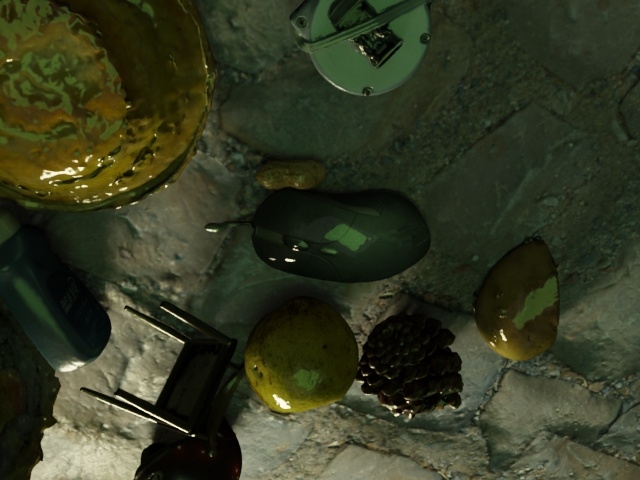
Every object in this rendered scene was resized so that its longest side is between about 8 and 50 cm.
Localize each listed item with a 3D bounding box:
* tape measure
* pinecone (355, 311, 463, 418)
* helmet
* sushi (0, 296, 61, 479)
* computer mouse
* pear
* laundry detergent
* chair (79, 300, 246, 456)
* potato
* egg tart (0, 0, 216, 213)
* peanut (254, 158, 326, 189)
[{"bbox_3d":[0.063,-0.293,0.883,0.181,0.107,0.182,36,108,-17],"label":"tape measure"},{"bbox_3d":[0.163,0.231,1.164,0.184,0.179,0.205,-9,133,17],"label":"pinecone"},{"bbox_3d":[-0.249,0.427,1.229,0.189,0.193,0.216,-46,157,19],"label":"helmet"},{"bbox_3d":[-0.578,0.245,0.958,0.240,0.396,0.351,-6,117,1],"label":"sushi"},{"bbox_3d":[0.000,0.000,1.058,0.379,0.090,0.167,2,119,-6],"label":"computer mouse"},{"bbox_3d":[-0.035,0.191,1.109,0.197,0.197,0.197,-3,120,-5],"label":"pear"},{"bbox_3d":[-0.438,0.064,1.007,0.094,0.143,0.290,-18,121,10],"label":"laundry detergent"},{"bbox_3d":[-0.224,0.238,1.099,0.272,0.188,0.166,37,152,-30],"label":"chair"},{"bbox_3d":[0.353,0.125,1.166,0.138,0.098,0.243,-11,120,2],"label":"potato"},{"bbox_3d":[-0.357,-0.208,0.838,0.443,0.178,0.443,-2,120,-4],"label":"egg tart"},{"bbox_3d":[-0.046,-0.103,1.010,0.113,0.054,0.054,-4,121,-9],"label":"peanut"}]
